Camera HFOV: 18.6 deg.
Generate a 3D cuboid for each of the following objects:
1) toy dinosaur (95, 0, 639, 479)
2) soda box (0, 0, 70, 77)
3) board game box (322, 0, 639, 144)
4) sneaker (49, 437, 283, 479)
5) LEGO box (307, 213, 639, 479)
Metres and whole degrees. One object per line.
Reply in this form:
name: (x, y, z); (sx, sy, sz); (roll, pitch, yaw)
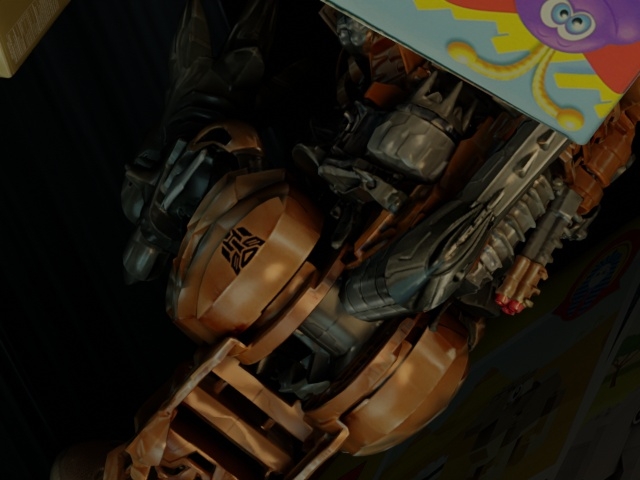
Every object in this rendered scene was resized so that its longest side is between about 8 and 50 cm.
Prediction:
toy dinosaur: (0.000, 0.000, 0.636); (0.322, 0.218, 0.164); (-29, 103, 0)
soda box: (-0.147, -0.148, 0.704); (0.061, 0.058, 0.181); (9, 135, 22)
board game box: (0.073, -0.179, 0.396); (0.142, 0.144, 0.275); (28, 135, -5)
sneaker: (-0.036, 0.133, 0.942); (0.188, 0.066, 0.071); (28, 124, -6)
LEGO box: (0.131, 0.158, 0.617); (0.193, 0.372, 0.500); (38, 139, -10)
